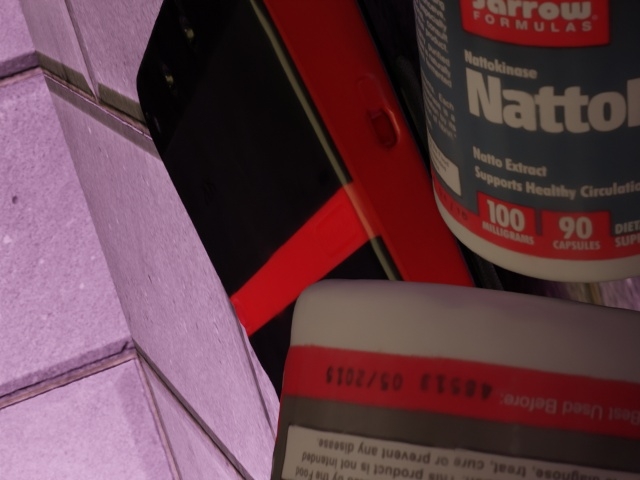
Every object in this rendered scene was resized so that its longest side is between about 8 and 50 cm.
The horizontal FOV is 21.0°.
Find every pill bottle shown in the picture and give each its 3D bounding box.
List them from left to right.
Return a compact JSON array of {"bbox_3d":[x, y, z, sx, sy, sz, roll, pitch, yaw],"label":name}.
[{"bbox_3d":[0.056,0.180,0.627,0.176,0.176,0.318,167,112,-77],"label":"pill bottle"},{"bbox_3d":[0.081,-0.086,0.541,0.108,0.108,0.180,-126,20,-48],"label":"pill bottle"}]

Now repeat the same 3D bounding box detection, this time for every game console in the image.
[{"bbox_3d":[0.000,0.000,0.984,0.342,0.060,0.386,63,166,4],"label":"game console"}]

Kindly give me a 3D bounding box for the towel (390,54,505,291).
[{"bbox_3d":[0.052,0.050,1.026,0.325,0.038,0.248,127,121,-73],"label":"towel"}]
